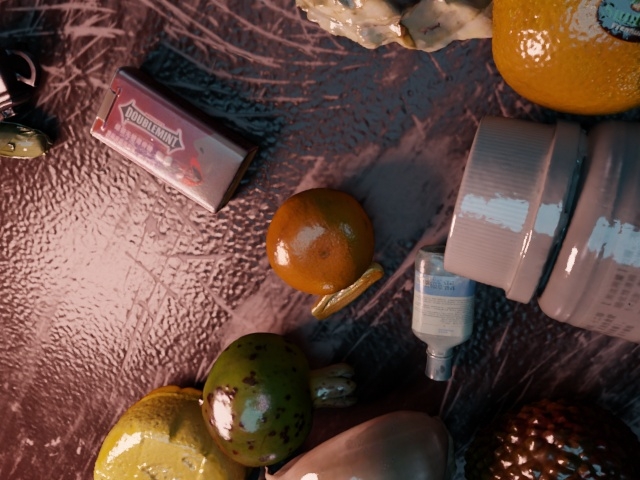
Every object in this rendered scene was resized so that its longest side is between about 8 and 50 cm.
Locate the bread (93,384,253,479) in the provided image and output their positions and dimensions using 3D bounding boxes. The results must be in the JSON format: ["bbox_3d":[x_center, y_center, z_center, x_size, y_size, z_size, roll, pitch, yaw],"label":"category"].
[{"bbox_3d":[-0.252,0.393,1.008,0.270,0.148,0.269,3,110,8],"label":"bread"}]

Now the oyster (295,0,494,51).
[{"bbox_3d":[0.065,-0.340,0.700,0.355,0.107,0.201,10,107,10],"label":"oyster"}]

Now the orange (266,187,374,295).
[{"bbox_3d":[0.000,0.000,0.824,0.156,0.124,0.156,-2,109,-5],"label":"orange"}]

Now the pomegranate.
[{"bbox_3d":[-0.065,0.242,0.896,0.248,0.202,0.202,-4,109,-4],"label":"pomegranate"}]

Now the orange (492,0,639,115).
[{"bbox_3d":[0.303,-0.245,0.617,0.236,0.236,0.236,4,110,12],"label":"orange"}]

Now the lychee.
[{"bbox_3d":[0.336,0.335,0.812,0.271,0.236,0.235,-10,108,40],"label":"lychee"}]

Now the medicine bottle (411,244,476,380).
[{"bbox_3d":[0.182,0.109,0.855,0.090,0.053,0.208,3,111,10],"label":"medicine bottle"}]

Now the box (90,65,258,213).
[{"bbox_3d":[-0.215,-0.147,0.850,0.224,0.069,0.120,32,112,0],"label":"box"}]

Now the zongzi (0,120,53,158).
[{"bbox_3d":[-0.490,-0.156,0.884,0.109,0.119,0.055,10,98,10],"label":"zongzi"}]

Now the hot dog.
[{"bbox_3d":[0.039,0.075,0.890,0.044,0.028,0.137,35,118,-29],"label":"hot dog"}]

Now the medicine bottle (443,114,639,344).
[{"bbox_3d":[0.319,-0.021,0.675,0.306,0.245,0.245,16,112,15],"label":"medicine bottle"}]

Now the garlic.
[{"bbox_3d":[0.024,0.354,0.856,0.340,0.246,0.231,-9,124,16],"label":"garlic"}]

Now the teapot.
[{"bbox_3d":[-0.499,-0.234,0.879,0.177,0.087,0.096,-17,109,18],"label":"teapot"}]
